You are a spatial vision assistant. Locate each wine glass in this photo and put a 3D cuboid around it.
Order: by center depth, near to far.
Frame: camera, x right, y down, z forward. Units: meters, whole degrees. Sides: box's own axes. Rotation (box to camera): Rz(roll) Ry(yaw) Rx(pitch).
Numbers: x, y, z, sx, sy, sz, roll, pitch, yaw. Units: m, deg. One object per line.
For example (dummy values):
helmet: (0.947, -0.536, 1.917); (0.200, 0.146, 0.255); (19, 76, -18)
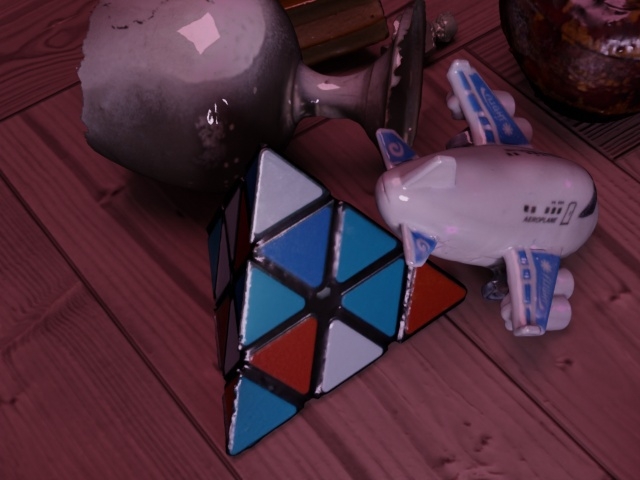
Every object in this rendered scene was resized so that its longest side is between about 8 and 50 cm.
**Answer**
wine glass: (-0.066, -0.157, 1.478); (0.323, 0.238, 0.238); (8, 47, 7)

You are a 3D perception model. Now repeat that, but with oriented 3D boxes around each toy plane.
toy plane: (0.154, -0.036, 1.326); (0.123, 0.267, 0.266); (-30, 28, 43)

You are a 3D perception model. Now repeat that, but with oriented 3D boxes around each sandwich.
sandwich: (-0.024, -0.224, 1.615); (0.163, 0.079, 0.113); (-35, 31, -23)

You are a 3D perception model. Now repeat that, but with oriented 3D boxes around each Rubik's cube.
Rubik's cube: (0.000, 0.000, 1.300); (0.250, 0.234, 0.284); (-7, 44, 4)

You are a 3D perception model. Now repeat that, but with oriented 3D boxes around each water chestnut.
water chestnut: (0.293, -0.241, 1.488); (0.224, 0.238, 0.223); (2, 45, -2)

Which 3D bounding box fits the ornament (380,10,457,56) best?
ornament: (0.110, -0.225, 1.635); (0.092, 0.041, 0.068); (-11, 48, -1)
